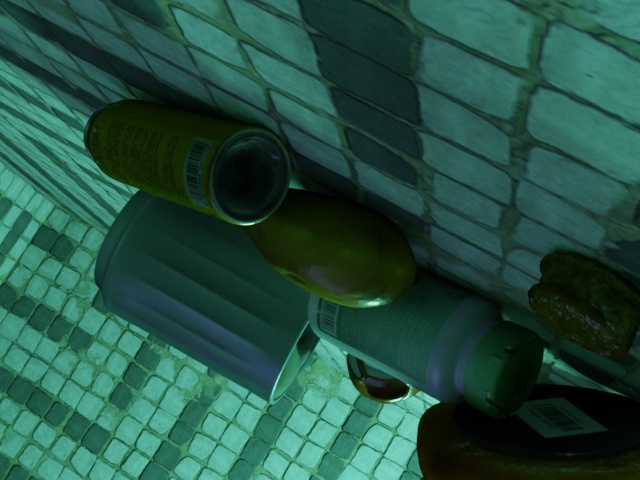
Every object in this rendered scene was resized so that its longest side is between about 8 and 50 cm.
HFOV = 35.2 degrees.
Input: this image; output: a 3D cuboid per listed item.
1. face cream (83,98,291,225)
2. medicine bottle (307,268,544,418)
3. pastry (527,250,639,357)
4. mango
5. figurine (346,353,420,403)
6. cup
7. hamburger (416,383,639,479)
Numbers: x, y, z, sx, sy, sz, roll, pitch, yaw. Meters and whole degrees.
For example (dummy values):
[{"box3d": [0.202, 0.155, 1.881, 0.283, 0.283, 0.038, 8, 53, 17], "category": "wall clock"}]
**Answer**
[{"box3d": [-0.174, -0.100, 1.147, 0.105, 0.105, 0.349, 39, 167, -38], "category": "face cream"}, {"box3d": [0.123, 0.108, 1.201, 0.274, 0.133, 0.133, 25, 168, 37], "category": "medicine bottle"}, {"box3d": [0.224, 0.054, 0.852, 0.097, 0.057, 0.109, 38, 167, -24], "category": "pastry"}, {"box3d": [0.000, 0.000, 1.120, 0.227, 0.109, 0.147, 26, -167, 28], "category": "mango"}, {"box3d": [0.107, 0.167, 1.616, 0.143, 0.143, 0.271, 25, 140, 35], "category": "figurine"}, {"box3d": [-0.138, 0.057, 1.561, 0.327, 0.236, 0.323, 29, -160, 11], "category": "cup"}, {"box3d": [0.264, 0.318, 1.175, 0.330, 0.250, 0.330, -3, -170, 0], "category": "hamburger"}]
